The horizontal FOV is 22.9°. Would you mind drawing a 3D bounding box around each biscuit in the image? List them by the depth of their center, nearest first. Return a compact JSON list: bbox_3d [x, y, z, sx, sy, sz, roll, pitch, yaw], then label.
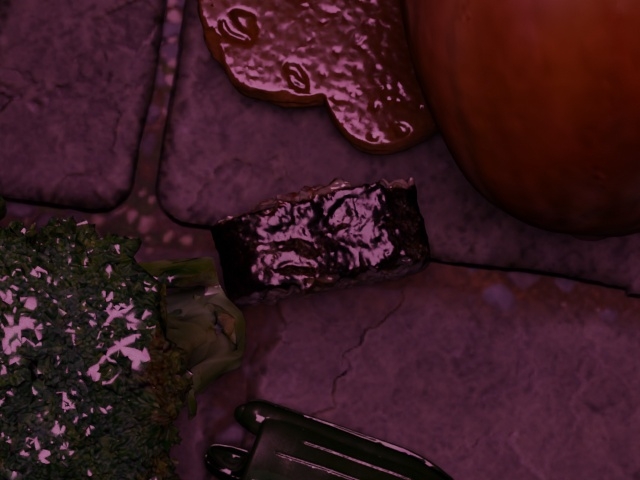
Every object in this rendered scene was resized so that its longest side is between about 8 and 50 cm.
[{"bbox_3d":[0.003,-0.197,1.187,0.208,0.041,0.290,-31,83,-9],"label":"biscuit"}]

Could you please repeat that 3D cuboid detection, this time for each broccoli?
[{"bbox_3d":[-0.168,0.096,1.040,0.275,0.308,0.308,-22,81,-30],"label":"broccoli"}]

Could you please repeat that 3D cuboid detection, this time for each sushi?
[{"bbox_3d":[0.000,0.000,1.131,0.150,0.090,0.078,-13,85,-6],"label":"sushi"}]

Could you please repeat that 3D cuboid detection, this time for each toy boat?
[{"bbox_3d":[0.017,0.185,1.118,0.210,0.052,0.104,19,63,0],"label":"toy boat"}]

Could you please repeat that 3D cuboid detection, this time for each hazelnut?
[{"bbox_3d":[0.206,-0.178,1.055,0.315,0.372,0.372,25,77,46],"label":"hazelnut"}]
